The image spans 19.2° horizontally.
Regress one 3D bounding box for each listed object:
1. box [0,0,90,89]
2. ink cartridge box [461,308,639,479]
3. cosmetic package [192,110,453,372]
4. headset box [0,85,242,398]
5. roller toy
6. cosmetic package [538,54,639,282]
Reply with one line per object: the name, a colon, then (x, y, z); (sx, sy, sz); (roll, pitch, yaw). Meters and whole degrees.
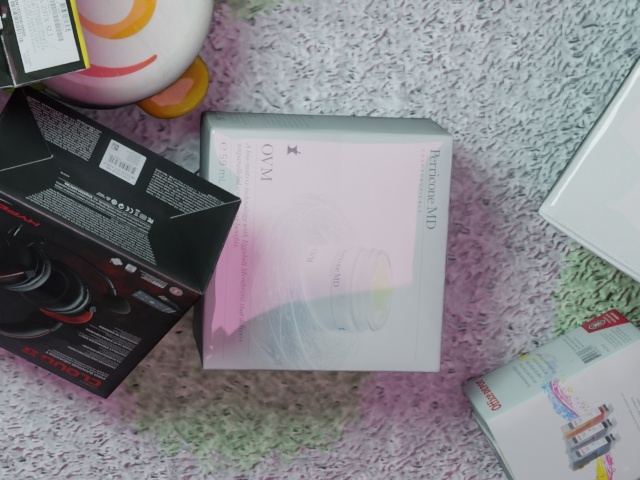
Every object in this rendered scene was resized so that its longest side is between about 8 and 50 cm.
box: (-0.330, -0.248, 1.582); (0.079, 0.322, 0.257); (-21, 101, -35)
ink cartridge box: (0.247, 0.170, 1.829); (0.176, 0.128, 0.127); (-26, 103, 0)
cosmetic package: (0.000, 0.000, 1.763); (0.224, 0.138, 0.224); (1, 101, -8)
headset box: (-0.231, 0.015, 1.684); (0.218, 0.293, 0.110); (28, 57, -12)
roller toy: (-0.193, -0.213, 1.693); (0.209, 0.146, 0.191); (8, 90, -10)
cosmetic package: (0.433, -0.100, 1.658); (0.327, 0.329, 0.394); (33, 96, 6)
